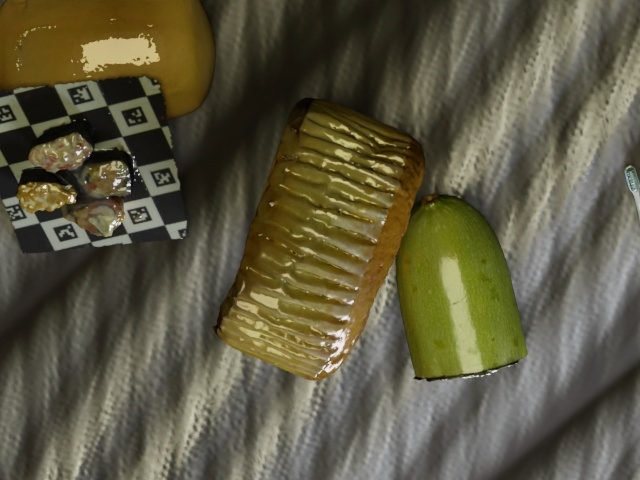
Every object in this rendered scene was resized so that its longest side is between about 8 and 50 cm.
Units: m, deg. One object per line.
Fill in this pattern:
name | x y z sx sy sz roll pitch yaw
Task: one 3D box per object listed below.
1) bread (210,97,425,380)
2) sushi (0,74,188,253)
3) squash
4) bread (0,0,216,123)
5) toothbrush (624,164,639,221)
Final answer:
bread | 0.000 0.000 1.796 0.142 0.227 0.253 19 97 -4
sushi | -0.233 -0.059 1.844 0.192 0.040 0.210 -6 131 5
squash | 0.128 0.044 1.855 0.123 0.123 0.187 -14 99 7
bread | -0.212 -0.179 1.838 0.217 0.098 0.147 -7 106 7
toothbrush | 0.334 0.021 1.885 0.017 0.022 0.204 -15 104 10
